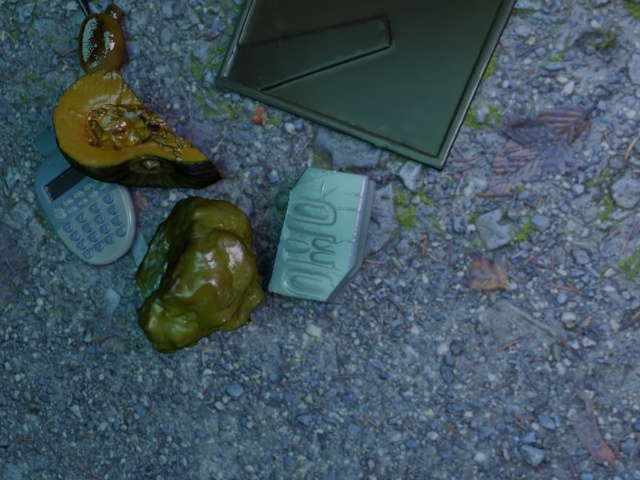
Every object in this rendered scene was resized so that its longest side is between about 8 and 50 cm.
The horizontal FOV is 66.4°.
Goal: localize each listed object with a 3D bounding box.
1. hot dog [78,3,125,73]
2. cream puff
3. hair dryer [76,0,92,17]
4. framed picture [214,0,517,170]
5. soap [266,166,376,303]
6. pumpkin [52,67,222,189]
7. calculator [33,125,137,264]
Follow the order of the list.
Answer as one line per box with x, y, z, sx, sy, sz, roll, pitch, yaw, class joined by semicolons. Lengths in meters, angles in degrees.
-0.422;-0.388;0.950;0.089;0.060;0.140;1;98;11;hot dog
-0.191;0.065;0.819;0.281;0.185;0.282;-31;47;41;cream puff
-0.539;-0.516;0.983;0.195;0.075;0.219;-42;88;22;hair dryer
0.063;-0.346;0.830;0.446;0.028;0.326;25;98;14;framed picture
0.000;0.000;0.821;0.145;0.091;0.231;10;93;15;soap
-0.313;-0.197;0.873;0.280;0.139;0.190;0;78;1;pumpkin
-0.473;-0.094;0.975;0.188;0.042;0.303;-30;83;15;calculator
